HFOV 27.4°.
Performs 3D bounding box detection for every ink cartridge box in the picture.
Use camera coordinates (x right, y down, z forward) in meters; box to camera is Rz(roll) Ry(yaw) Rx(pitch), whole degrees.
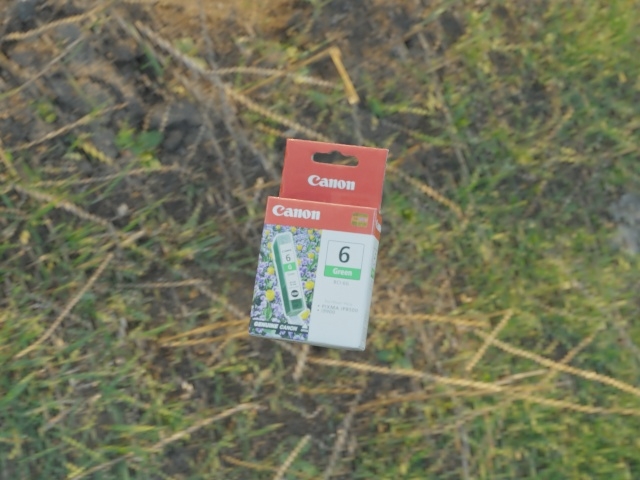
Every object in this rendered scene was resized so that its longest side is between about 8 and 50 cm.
[{"bbox_3d":[0.000,0.000,0.724,0.029,0.062,0.115,41,56,-78],"label":"ink cartridge box"}]
